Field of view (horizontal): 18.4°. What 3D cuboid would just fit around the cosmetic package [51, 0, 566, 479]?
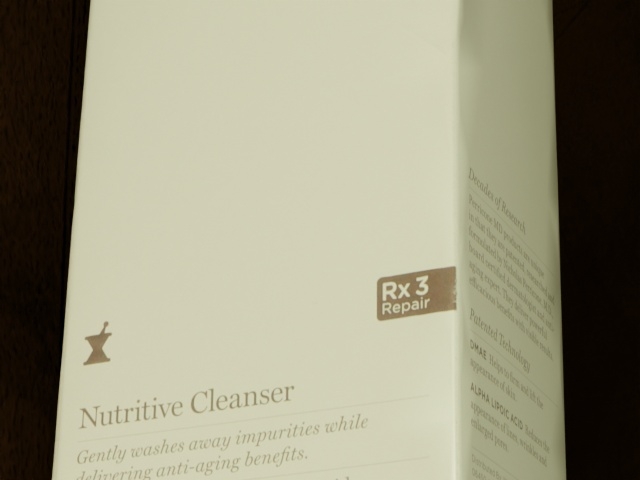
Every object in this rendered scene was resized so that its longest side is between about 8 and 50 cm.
[{"bbox_3d":[0.000,0.000,0.986,0.156,0.217,0.385,39,45,-57],"label":"cosmetic package"}]
